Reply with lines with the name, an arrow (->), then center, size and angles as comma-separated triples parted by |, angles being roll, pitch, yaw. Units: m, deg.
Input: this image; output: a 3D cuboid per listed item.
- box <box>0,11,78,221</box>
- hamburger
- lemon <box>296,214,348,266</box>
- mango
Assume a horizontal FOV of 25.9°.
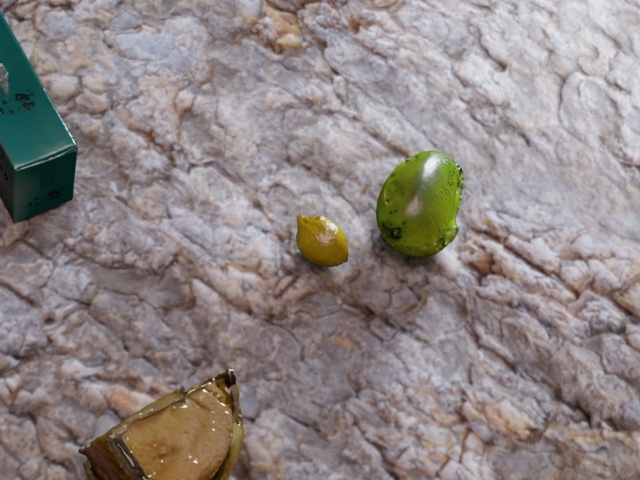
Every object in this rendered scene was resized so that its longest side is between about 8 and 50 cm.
box -> -0.414, -0.168, 1.822 | 0.092, 0.153, 0.245 | -24, 71, -23
hamburger -> -0.175, 0.261, 1.705 | 0.207, 0.135, 0.155 | -37, 93, -41
lemon -> 0.000, 0.000, 1.893 | 0.092, 0.065, 0.065 | 44, 63, 4
mango -> 0.140, -0.054, 1.938 | 0.119, 0.100, 0.178 | 53, 48, -27
